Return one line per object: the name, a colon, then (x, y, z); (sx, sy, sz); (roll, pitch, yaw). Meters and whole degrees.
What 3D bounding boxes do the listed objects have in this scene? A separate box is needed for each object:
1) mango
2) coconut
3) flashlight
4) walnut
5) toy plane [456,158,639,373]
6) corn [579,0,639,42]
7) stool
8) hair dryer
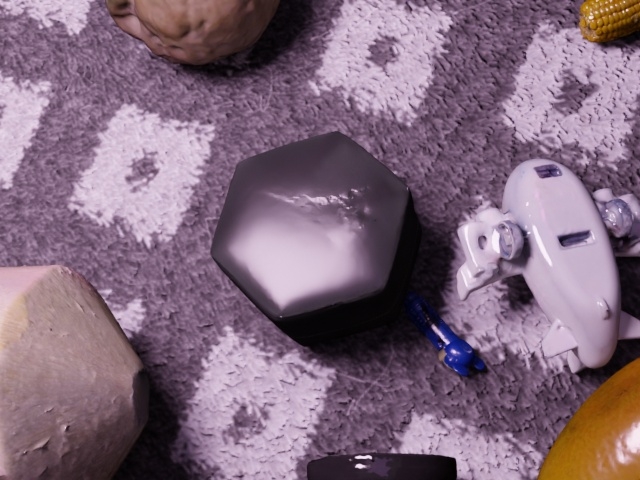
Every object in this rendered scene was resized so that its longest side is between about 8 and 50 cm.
mango: (0.336, 0.242, 0.852); (0.211, 0.173, 0.317); (42, 95, 18)
coconut: (-0.332, 0.169, 0.918); (0.310, 0.297, 0.297); (-1, 73, 14)
flashlight: (0.135, 0.110, 0.993); (0.121, 0.057, 0.035); (48, 124, 24)
walnut: (-0.162, -0.349, 1.084); (0.248, 0.248, 0.248); (-3, 73, 9)
toy plane: (0.267, 0.024, 0.960); (0.245, 0.117, 0.244); (3, 66, -6)
corn: (0.414, -0.300, 1.056); (0.207, 0.068, 0.068); (-24, 71, 3)
stool: (0.000, 0.000, 0.988); (0.232, 0.141, 0.232); (-4, 69, 12)
hair dryer: (0.150, 0.352, 0.844); (0.284, 0.155, 0.320); (-13, 70, 8)
